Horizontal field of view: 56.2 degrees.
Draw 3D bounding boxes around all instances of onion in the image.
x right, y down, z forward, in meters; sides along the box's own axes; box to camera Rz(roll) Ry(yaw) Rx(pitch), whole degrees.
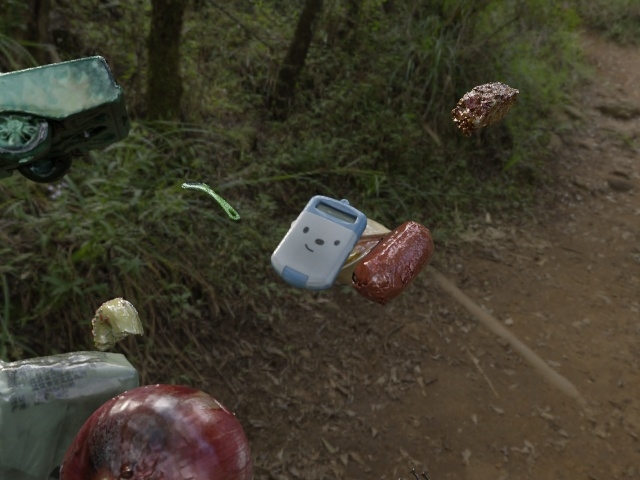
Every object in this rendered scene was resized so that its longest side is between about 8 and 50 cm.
[{"bbox_3d":[-0.126,0.197,0.531,0.159,0.159,0.195,17,8,18],"label":"onion"}]

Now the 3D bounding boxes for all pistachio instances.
[{"bbox_3d":[0.099,0.023,1.612,0.187,0.187,0.299,20,14,24],"label":"pistachio"}]

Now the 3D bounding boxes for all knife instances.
[{"bbox_3d":[-0.239,-0.092,1.339,0.166,0.022,0.078,35,30,31],"label":"knife"}]

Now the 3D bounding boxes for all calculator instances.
[{"bbox_3d":[0.000,0.000,1.078,0.121,0.039,0.210,26,58,13],"label":"calculator"}]

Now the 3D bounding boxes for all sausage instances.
[{"bbox_3d":[0.098,0.030,0.799,0.076,0.076,0.141,24,48,31],"label":"sausage"}]

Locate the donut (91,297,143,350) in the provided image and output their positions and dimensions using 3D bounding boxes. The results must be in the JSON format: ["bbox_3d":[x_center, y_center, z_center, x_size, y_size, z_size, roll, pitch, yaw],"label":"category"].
[{"bbox_3d":[-0.486,0.192,1.407,0.065,0.108,0.166,-11,-9,-47],"label":"donut"}]

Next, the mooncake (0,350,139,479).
[{"bbox_3d":[-0.428,0.293,0.941,0.254,0.250,0.136,9,11,-39],"label":"mooncake"}]

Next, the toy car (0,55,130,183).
[{"bbox_3d":[-0.318,-0.077,0.477,0.320,0.097,0.141,-18,2,-15],"label":"toy car"}]

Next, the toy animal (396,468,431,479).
[{"bbox_3d":[0.281,0.692,1.566,0.214,0.094,0.186,38,18,-51],"label":"toy animal"}]

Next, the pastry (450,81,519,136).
[{"bbox_3d":[0.251,-0.210,0.930,0.063,0.087,0.169,45,33,13],"label":"pastry"}]
